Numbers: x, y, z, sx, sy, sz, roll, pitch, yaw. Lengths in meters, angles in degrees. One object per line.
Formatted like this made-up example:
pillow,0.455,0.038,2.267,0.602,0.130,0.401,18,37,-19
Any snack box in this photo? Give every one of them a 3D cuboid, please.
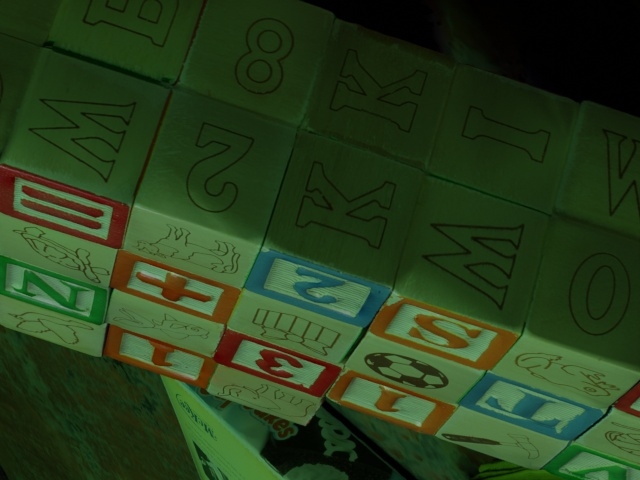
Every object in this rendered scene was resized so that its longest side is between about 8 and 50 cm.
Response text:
snack box,0.013,0.196,1.244,0.322,0.060,0.187,37,152,47

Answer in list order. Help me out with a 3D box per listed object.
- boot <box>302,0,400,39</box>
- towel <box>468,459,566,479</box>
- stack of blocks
boot,0.015,-0.092,0.813,0.207,0.090,0.248,49,159,-16
towel,0.141,0.145,0.908,0.102,0.021,0.237,59,161,-1
stack of blocks,0.000,0.000,0.680,0.297,0.087,0.171,18,159,-3
